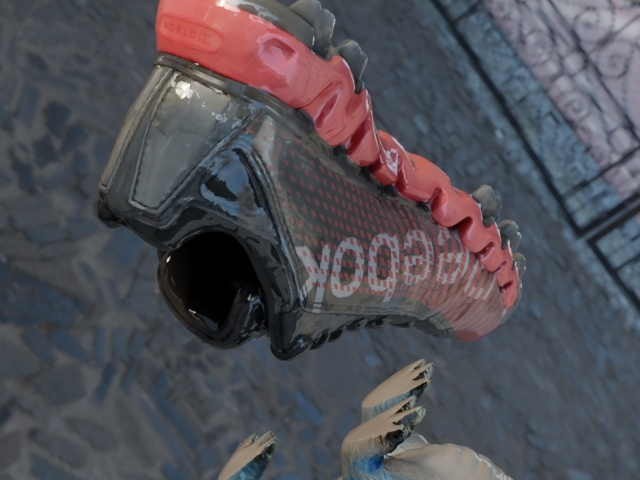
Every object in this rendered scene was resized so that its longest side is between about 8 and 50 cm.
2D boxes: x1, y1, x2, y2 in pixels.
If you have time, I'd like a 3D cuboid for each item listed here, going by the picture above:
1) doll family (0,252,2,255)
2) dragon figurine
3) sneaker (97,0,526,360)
[{"bbox_3d":[-0.210,0.030,0.646,0.076,0.111,0.193,31,65,-22],"label":"doll family"},{"bbox_3d":[0.017,0.147,0.537,0.144,0.289,0.085,61,14,-7],"label":"dragon figurine"},{"bbox_3d":[0.000,0.000,0.595,0.097,0.135,0.276,24,-10,40],"label":"sneaker"}]
